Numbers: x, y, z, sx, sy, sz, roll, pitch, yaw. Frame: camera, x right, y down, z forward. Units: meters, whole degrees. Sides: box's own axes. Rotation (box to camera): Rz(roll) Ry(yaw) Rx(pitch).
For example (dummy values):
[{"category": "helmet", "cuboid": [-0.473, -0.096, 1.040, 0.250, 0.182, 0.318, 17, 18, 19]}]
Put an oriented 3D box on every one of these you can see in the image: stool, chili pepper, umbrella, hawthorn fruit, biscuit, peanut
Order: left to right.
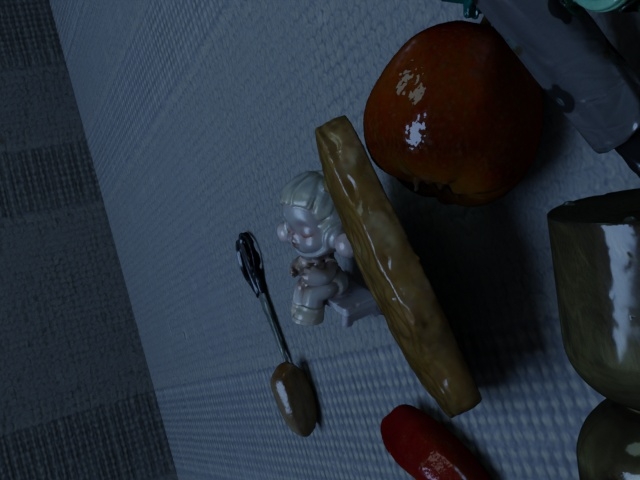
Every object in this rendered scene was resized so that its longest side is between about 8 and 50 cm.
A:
[{"category": "peanut", "cuboid": [-0.049, 0.309, 1.564, 0.076, 0.076, 0.152, -22, 87, 64]}, {"category": "biscuit", "cuboid": [0.086, 0.044, 0.997, 0.365, 0.062, 0.385, 59, -174, -84]}, {"category": "chili pepper", "cuboid": [0.176, 0.342, 1.127, 0.368, 0.092, 0.137, 49, 154, 47]}, {"category": "hawthorn fruit", "cuboid": [0.153, -0.153, 0.863, 0.196, 0.196, 0.225, 14, 86, 61]}, {"category": "umbrella", "cuboid": [0.202, -0.187, 0.711, 0.337, 0.067, 0.073, 50, 152, -5]}, {"category": "stool", "cuboid": [0.294, 0.093, 0.667, 0.179, 0.179, 0.264, 7, 109, 62]}]

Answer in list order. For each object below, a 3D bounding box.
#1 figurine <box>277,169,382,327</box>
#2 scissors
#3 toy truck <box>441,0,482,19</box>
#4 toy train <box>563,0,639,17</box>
[{"category": "figurine", "cuboid": [0.011, -0.001, 1.247, 0.182, 0.144, 0.257, -116, 18, -69]}, {"category": "scissors", "cuboid": [-0.117, 0.125, 1.669, 0.300, 0.022, 0.109, 67, 156, 16]}, {"category": "toy truck", "cuboid": [0.156, -0.297, 0.833, 0.216, 0.110, 0.116, 35, 137, 55]}, {"category": "toy train", "cuboid": [0.261, -0.279, 0.636, 0.163, 0.112, 0.203, -39, 69, 53]}]
